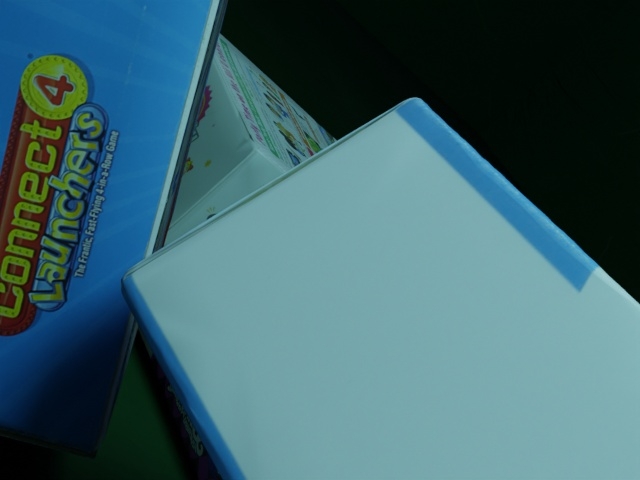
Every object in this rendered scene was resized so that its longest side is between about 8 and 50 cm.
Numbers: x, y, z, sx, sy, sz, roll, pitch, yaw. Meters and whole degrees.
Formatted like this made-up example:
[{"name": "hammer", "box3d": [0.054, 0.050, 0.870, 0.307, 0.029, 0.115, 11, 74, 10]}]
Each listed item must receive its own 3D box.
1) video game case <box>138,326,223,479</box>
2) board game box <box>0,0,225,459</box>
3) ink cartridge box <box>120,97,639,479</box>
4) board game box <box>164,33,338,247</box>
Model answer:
[{"name": "video game case", "box3d": [0.035, 0.088, 0.703, 0.232, 0.042, 0.210, 1, 40, -29]}, {"name": "board game box", "box3d": [-0.083, -0.116, 0.580, 0.086, 0.308, 0.302, 15, 18, -6]}, {"name": "ink cartridge box", "box3d": [0.079, 0.138, 0.471, 0.223, 0.129, 0.307, 50, -9, 48]}, {"name": "board game box", "box3d": [0.000, 0.000, 0.979, 0.303, 0.097, 0.224, 42, 13, -32]}]
